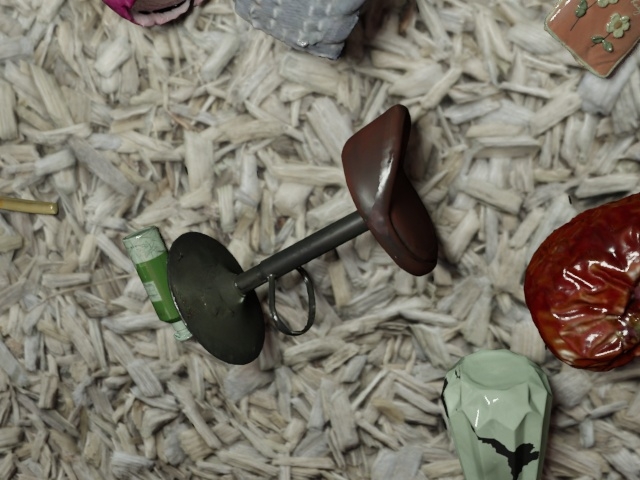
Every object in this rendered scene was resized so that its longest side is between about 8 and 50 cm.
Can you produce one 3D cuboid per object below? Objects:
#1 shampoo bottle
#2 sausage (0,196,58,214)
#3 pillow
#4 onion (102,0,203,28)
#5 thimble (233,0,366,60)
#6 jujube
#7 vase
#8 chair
[{"bbox_3d":[-0.268,0.078,1.158,0.065,0.065,0.204,-16,106,20],"label":"shampoo bottle"},{"bbox_3d":[-0.523,-0.061,1.190,0.132,0.024,0.024,6,112,11],"label":"sausage"},{"bbox_3d":[0.388,-0.321,0.829,0.126,0.043,0.232,30,115,-25],"label":"pillow"},{"bbox_3d":[-0.225,-0.407,0.908,0.200,0.200,0.207,43,146,-4],"label":"onion"},{"bbox_3d":[0.001,-0.357,0.842,0.172,0.205,0.236,31,113,-5],"label":"thimble"},{"bbox_3d":[0.399,0.058,0.907,0.232,0.213,0.213,-34,99,28],"label":"jujube"},{"bbox_3d":[0.284,0.353,1.075,0.165,0.165,0.360,-3,114,16],"label":"vase"},{"bbox_3d":[0.000,0.000,0.971,0.401,0.226,0.226,-30,100,22],"label":"chair"}]
